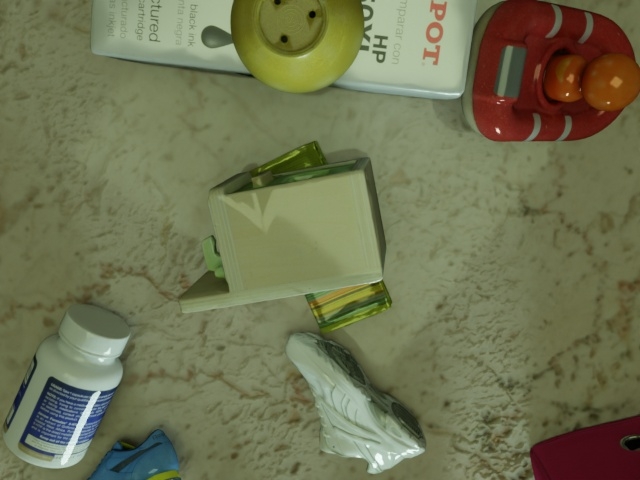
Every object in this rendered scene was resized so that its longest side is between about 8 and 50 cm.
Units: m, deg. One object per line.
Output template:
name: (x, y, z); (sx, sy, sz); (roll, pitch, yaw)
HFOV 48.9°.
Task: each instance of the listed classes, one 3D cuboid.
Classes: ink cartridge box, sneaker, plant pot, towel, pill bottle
ink cartridge box: (-0.025, -0.319, 0.766); (0.394, 0.166, 0.286); (7, 102, 0)
sneaker: (0.025, 0.221, 0.912); (0.115, 0.090, 0.232); (-43, 96, 12)
plant pot: (-0.025, -0.205, 0.656); (0.134, 0.095, 0.134); (1, 103, 2)
towel: (0.000, 0.000, 0.902); (0.102, 0.021, 0.237); (-25, 99, 5)
sneaker: (-0.282, 0.327, 0.959); (0.209, 0.069, 0.082); (-31, 66, 16)
pill bottle: (-0.319, 0.182, 0.899); (0.112, 0.112, 0.187); (27, 101, -4)

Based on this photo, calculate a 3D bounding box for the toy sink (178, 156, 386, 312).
toy sink: (-0.049, -0.016, 0.818); (0.234, 0.153, 0.131); (-10, 101, 10)

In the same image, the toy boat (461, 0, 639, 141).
toy boat: (0.273, -0.175, 0.759); (0.231, 0.151, 0.151); (-7, 111, -38)

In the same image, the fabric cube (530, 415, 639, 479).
fabric cube: (0.430, 0.388, 0.846); (0.254, 0.258, 0.259); (-16, 100, 6)
